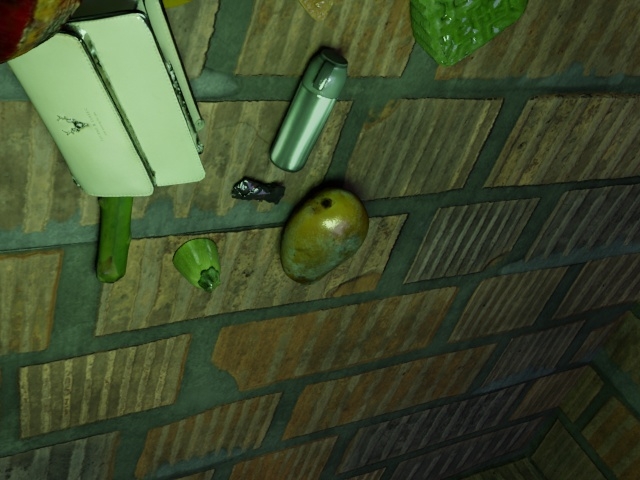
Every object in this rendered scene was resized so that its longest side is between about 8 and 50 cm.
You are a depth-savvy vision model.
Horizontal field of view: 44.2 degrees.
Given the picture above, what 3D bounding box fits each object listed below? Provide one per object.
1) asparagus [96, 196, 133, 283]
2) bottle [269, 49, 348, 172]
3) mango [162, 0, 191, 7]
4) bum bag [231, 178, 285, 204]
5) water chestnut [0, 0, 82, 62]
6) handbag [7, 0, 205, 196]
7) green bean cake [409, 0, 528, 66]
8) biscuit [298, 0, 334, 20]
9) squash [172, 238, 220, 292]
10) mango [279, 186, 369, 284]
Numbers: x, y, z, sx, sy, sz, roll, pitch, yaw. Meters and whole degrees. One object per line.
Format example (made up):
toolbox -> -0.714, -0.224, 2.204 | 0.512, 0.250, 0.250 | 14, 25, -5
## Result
asparagus -> -0.397, -0.027, 1.527 | 0.067, 0.060, 0.277 | -3, 133, -21
bottle -> -0.025, -0.247, 1.539 | 0.253, 0.080, 0.096 | -61, 180, 31
mango -> -0.223, -0.415, 1.220 | 0.161, 0.076, 0.103 | -28, 140, 8
bum bag -> -0.128, -0.103, 1.665 | 0.124, 0.034, 0.058 | 6, 137, -40
water chestnut -> -0.450, -0.347, 0.912 | 0.351, 0.302, 0.350 | 9, 136, 9
handbag -> -0.335, -0.235, 1.247 | 0.237, 0.160, 0.358 | -8, 142, 4
green bean cake -> 0.269, -0.474, 1.481 | 0.222, 0.125, 0.248 | -34, 143, 0
biscuit -> -0.015, -0.485, 1.326 | 0.163, 0.035, 0.250 | -18, 134, -11
squash -> -0.246, 0.073, 1.688 | 0.105, 0.132, 0.105 | -19, 138, -18
mango -> 0.000, 0.000, 1.795 | 0.193, 0.146, 0.316 | -10, 151, -27
